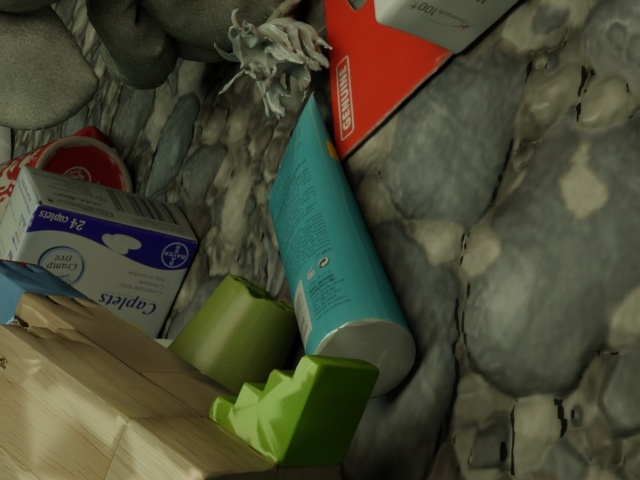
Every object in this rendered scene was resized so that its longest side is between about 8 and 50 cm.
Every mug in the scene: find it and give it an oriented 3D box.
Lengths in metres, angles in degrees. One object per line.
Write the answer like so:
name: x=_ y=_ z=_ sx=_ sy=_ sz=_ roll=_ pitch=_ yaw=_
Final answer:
mug: x=-0.243 y=-0.047 z=1.012 sx=0.169 sy=0.113 sz=0.150 roll=-16 pitch=65 yaw=53

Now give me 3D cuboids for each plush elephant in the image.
plush elephant: x=-0.148 y=-0.217 z=0.754 sx=0.272 sy=0.255 sz=0.330 roll=-60 pitch=30 yaw=31

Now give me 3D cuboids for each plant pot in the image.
plant pot: x=-0.051 y=0.064 z=0.664 sx=0.079 sy=0.083 sz=0.083 roll=-60 pitch=30 yaw=1

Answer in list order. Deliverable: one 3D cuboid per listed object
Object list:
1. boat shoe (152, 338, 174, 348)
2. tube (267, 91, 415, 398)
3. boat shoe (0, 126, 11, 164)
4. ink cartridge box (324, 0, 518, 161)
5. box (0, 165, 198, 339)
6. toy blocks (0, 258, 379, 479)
boat shoe: x=-0.175 y=0.131 z=0.748 sx=0.228 sy=0.081 sz=0.068 roll=-21 pitch=43 yaw=10
tube: x=0.000 y=0.000 z=0.630 sx=0.080 sy=0.052 sz=0.207 roll=-60 pitch=28 yaw=27
boat shoe: x=-0.422 y=-0.062 z=1.363 sx=0.080 sy=0.076 sz=0.228 roll=-34 pitch=49 yaw=50
ink cartridge box: x=0.045 y=-0.219 z=0.644 sx=0.239 sy=0.060 sz=0.275 roll=-39 pitch=44 yaw=44
box: x=-0.177 y=0.031 z=0.839 sx=0.137 sy=0.126 sz=0.072 roll=-65 pitch=32 yaw=18
toy blocks: x=-0.162 y=0.180 z=0.575 sx=0.261 sy=0.191 sz=0.381 roll=27 pitch=99 yaw=36
